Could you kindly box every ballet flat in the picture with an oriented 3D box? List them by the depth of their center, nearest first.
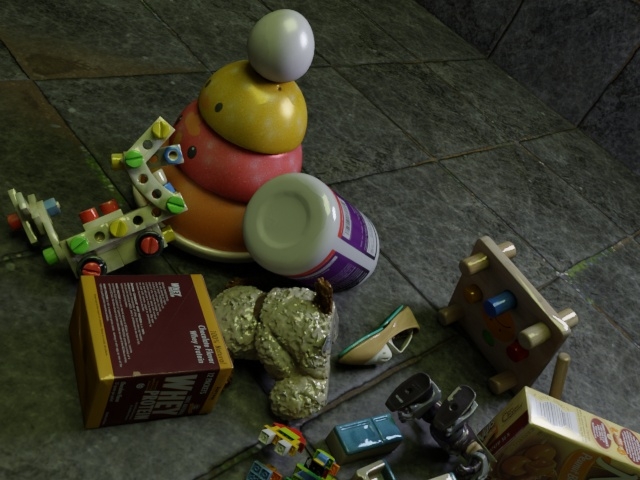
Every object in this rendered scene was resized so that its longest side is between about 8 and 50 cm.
[{"bbox_3d":[0.124,0.196,1.271,0.232,0.080,0.073,-29,79,-46],"label":"ballet flat"}]

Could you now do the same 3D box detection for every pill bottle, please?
[{"bbox_3d":[0.000,0.000,1.250,0.181,0.181,0.323,49,8,25],"label":"pill bottle"}]

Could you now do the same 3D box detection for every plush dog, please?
[{"bbox_3d":[-0.090,0.147,1.121,0.226,0.210,0.262,4,38,7],"label":"plush dog"}]

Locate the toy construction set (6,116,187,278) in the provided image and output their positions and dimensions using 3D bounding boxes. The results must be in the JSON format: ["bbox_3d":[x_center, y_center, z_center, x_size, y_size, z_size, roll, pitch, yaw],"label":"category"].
[{"bbox_3d":[-0.370,-0.055,1.124,0.328,0.214,0.151,-22,12,-1],"label":"toy construction set"}]

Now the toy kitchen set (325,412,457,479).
[{"bbox_3d":[0.129,0.344,1.021,0.122,0.166,0.207,-3,47,-34],"label":"toy kitchen set"}]

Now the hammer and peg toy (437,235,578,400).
[{"bbox_3d":[0.395,0.189,1.293,0.128,0.265,0.361,-20,55,-22],"label":"hammer and peg toy"}]

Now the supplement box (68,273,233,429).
[{"bbox_3d":[-0.267,0.164,1.014,0.194,0.129,0.191,0,45,-31],"label":"supplement box"}]

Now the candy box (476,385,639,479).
[{"bbox_3d":[0.448,0.392,1.151,0.317,0.182,0.087,24,38,-6],"label":"candy box"}]

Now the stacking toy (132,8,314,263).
[{"bbox_3d":[-0.142,-0.225,1.257,0.351,0.479,0.350,17,38,-14],"label":"stacking toy"}]

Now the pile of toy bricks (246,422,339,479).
[{"bbox_3d":[-0.005,0.368,0.984,0.212,0.118,0.105,27,5,25],"label":"pile of toy bricks"}]

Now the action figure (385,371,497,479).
[{"bbox_3d":[0.199,0.302,1.077,0.185,0.285,0.099,31,73,33],"label":"action figure"}]
